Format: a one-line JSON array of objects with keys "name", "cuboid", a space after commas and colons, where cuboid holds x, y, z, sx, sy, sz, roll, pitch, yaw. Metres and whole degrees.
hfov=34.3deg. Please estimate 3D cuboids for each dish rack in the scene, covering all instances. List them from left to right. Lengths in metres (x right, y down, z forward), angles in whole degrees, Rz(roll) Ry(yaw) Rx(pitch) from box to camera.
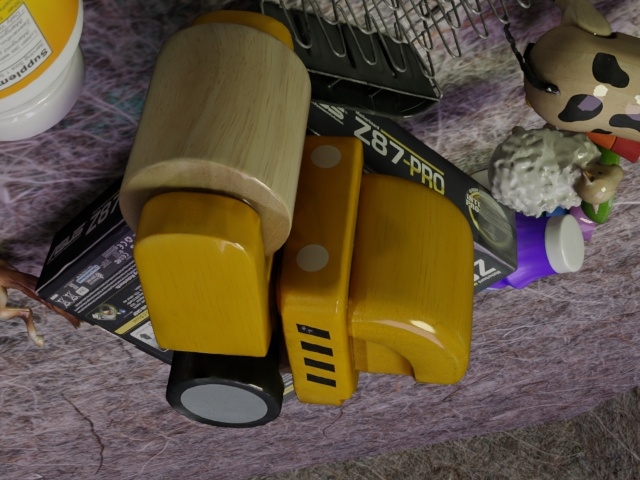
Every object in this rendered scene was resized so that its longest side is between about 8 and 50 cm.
[{"name": "dish rack", "cuboid": [0.084, -0.204, 0.807, 0.208, 0.074, 0.271, 4, 151, -43]}]

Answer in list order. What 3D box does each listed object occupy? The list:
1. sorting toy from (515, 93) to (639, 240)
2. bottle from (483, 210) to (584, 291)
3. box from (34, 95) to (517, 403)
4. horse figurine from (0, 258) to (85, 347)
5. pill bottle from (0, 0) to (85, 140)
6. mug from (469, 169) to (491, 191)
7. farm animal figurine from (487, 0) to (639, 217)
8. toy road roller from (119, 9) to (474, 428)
[{"name": "sorting toy", "cuboid": [0.285, -0.099, 1.213, 0.126, 0.127, 0.365, 7, 157, 5]}, {"name": "bottle", "cuboid": [0.173, 0.019, 1.249, 0.283, 0.092, 0.118, -8, 172, 35]}, {"name": "box", "cuboid": [-0.051, 0.014, 1.052, 0.318, 0.097, 0.395, 33, 133, -26]}, {"name": "horse figurine", "cuboid": [-0.387, 0.075, 1.143, 0.263, 0.066, 0.174, -16, 143, 21]}, {"name": "pill bottle", "cuboid": [-0.221, -0.157, 0.611, 0.136, 0.136, 0.246, -16, 159, -2]}, {"name": "mug", "cuboid": [0.204, -0.044, 1.306, 0.078, 0.064, 0.062, -30, 156, 32]}, {"name": "farm animal figurine", "cuboid": [0.323, -0.144, 0.898, 0.326, 0.172, 0.330, -1, 131, 0]}, {"name": "toy road roller", "cuboid": [0.000, 0.000, 0.793, 0.240, 0.202, 0.329, 2, 144, 6]}]
